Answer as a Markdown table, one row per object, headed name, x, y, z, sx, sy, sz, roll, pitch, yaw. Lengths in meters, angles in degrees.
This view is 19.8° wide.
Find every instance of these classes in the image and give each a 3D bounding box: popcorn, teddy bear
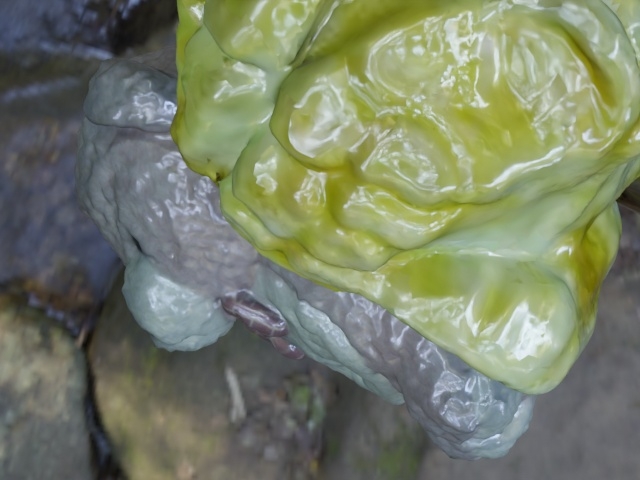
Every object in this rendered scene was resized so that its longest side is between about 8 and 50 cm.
| name | x | y | z | sx | sy | sz | roll | pitch | yaw |
| --- | --- | --- | --- | --- | --- | --- | --- | --- | --- |
| popcorn | 0.029 | -0.047 | 0.448 | 0.141 | 0.162 | 0.135 | -32 | 139 | 25 |
| teddy bear | 0.001 | 0.000 | 0.886 | 0.267 | 0.236 | 0.151 | 20 | 78 | 11 |

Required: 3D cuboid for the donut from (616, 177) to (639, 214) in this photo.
| name | x | y | z | sx | sy | sz | roll | pitch | yaw |
| --- | --- | --- | --- | --- | --- | --- | --- | --- | --- |
| donut | 0.204 | -0.089 | 0.696 | 0.360 | 0.360 | 0.170 | 30 | 79 | -14 |
